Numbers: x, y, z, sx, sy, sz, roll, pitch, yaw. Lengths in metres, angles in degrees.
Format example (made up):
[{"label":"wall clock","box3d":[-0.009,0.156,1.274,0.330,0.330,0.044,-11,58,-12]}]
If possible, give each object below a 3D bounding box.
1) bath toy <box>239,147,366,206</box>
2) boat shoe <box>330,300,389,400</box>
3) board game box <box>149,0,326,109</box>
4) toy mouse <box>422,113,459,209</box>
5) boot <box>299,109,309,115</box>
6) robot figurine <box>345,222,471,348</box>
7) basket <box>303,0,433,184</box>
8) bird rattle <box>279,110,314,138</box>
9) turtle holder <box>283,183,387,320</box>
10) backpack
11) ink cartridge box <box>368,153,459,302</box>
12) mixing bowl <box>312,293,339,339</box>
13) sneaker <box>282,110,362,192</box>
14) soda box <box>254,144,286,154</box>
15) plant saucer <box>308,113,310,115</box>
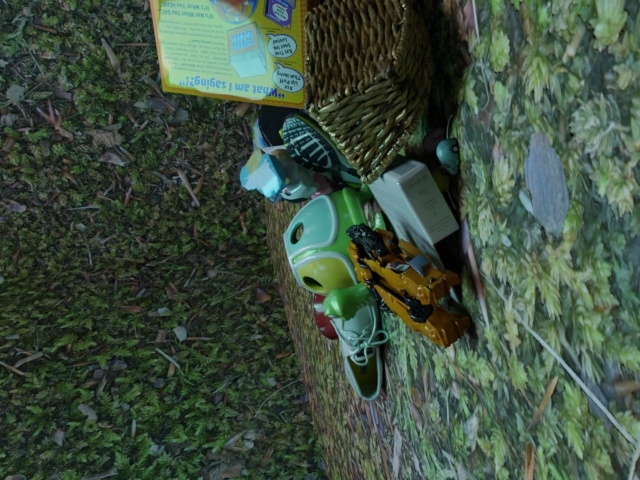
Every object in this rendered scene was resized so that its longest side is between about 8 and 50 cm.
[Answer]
[{"label":"bath toy","box3d":[-0.028,-0.141,1.635,0.129,0.348,0.152,-35,61,36]},{"label":"boat shoe","box3d":[0.106,0.272,1.743,0.156,0.135,0.367,-119,21,-64]},{"label":"board game box","box3d":[-0.126,-0.533,1.440,0.356,0.356,0.356,-56,-29,-52]},{"label":"toy mouse","box3d":[0.208,-0.157,1.158,0.161,0.031,0.143,-108,15,-46]},{"label":"boot","box3d":[0.015,-0.369,1.925,0.229,0.091,0.263,-120,16,-45]},{"label":"robot figurine","box3d":[0.151,0.072,1.232,0.291,0.085,0.211,39,154,53]},{"label":"basket","box3d":[0.111,-0.296,1.184,0.223,0.213,0.299,46,-148,-42]},{"label":"bird rattle","box3d":[0.018,-0.319,1.697,0.254,0.143,0.207,-62,-31,-12]},{"label":"turtle holder","box3d":[0.050,0.040,1.509,0.243,0.227,0.321,64,-171,-70]},{"label":"backpack","box3d":[-0.110,-0.281,2.279,0.290,0.273,0.355,60,-178,21]},{"label":"ink cartridge box","box3d":[0.184,-0.045,1.283,0.261,0.066,0.296,59,177,-19]},{"label":"mixing bowl","box3d":[0.073,0.189,1.863,0.098,0.181,0.182,-9,88,38]},{"label":"sneaker","box3d":[0.024,-0.221,1.551,0.300,0.111,0.121,33,-132,-41]},{"label":"soda box","box3d":[-0.065,-0.244,1.984,0.286,0.091,0.098,-1,98,39]},{"label":"plant saucer","box3d":[-0.015,-0.338,1.919,0.083,0.015,0.083,55,165,23]}]
